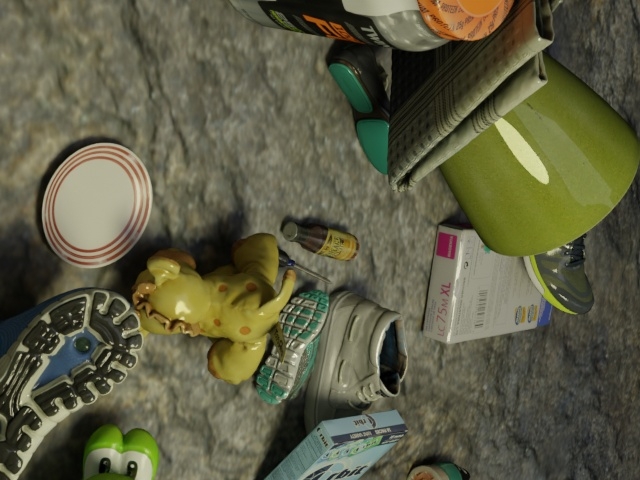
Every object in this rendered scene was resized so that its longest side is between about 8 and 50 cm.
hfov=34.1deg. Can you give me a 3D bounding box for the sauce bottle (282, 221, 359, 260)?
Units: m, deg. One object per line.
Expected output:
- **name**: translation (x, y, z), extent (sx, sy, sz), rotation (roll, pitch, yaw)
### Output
- **sauce bottle**: translation (0.000, 0.000, 1.407), extent (0.128, 0.042, 0.042), rotation (13, 95, -48)

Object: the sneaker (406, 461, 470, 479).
- **sneaker**: translation (0.193, 0.522, 1.761), extent (0.121, 0.108, 0.302), rotation (5, 99, -44)

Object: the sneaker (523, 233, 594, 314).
- **sneaker**: translation (0.389, -0.025, 1.677), extent (0.111, 0.121, 0.300), rotation (-21, 94, -47)

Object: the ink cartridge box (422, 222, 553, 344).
- **ink cartridge box**: translation (0.295, 0.062, 1.733), extent (0.311, 0.065, 0.185), rotation (-2, 104, -44)

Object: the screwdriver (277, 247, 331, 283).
- **screwdriver**: translation (-0.030, 0.033, 1.407), extent (0.170, 0.024, 0.025), rotation (21, 60, -55)

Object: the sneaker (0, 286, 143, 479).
- **sneaker**: translation (-0.322, 0.164, 1.049), extent (0.330, 0.147, 0.129), rotation (-36, 105, -7)

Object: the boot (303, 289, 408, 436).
- **boot**: translation (0.054, 0.207, 1.480), extent (0.095, 0.123, 0.258), rotation (-14, 114, -44)

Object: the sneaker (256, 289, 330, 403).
- **sneaker**: translation (-0.031, 0.146, 1.427), extent (0.166, 0.065, 0.076), rotation (-63, 155, -4)

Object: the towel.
- **towel**: translation (0.177, -0.256, 1.237), extent (0.056, 0.324, 0.312), rotation (17, 58, -20)

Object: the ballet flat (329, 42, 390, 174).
- **ballet flat**: translation (0.076, -0.181, 1.402), extent (0.074, 0.074, 0.203), rotation (-48, 131, -24)

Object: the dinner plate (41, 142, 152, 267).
- **dinner plate**: translation (-0.246, -0.039, 1.145), extent (0.141, 0.017, 0.141), rotation (-19, 117, -43)

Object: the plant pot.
- **plant pot**: translation (0.260, -0.173, 1.485), extent (0.293, 0.275, 0.274), rotation (45, 70, -30)

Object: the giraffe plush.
- **giraffe plush**: translation (-0.141, 0.072, 1.208), extent (0.171, 0.210, 0.181), rotation (13, 99, -20)

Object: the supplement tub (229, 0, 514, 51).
- **supplement tub**: translation (0.048, -0.312, 1.134), extent (0.194, 0.316, 0.193), rotation (-19, 118, -41)

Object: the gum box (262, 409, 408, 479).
- **gum box**: translation (0.012, 0.311, 1.462), extent (0.157, 0.041, 0.184), rotation (2, 139, -46)

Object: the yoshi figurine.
- **yoshi figurine**: translation (-0.252, 0.396, 1.175), extent (0.204, 0.203, 0.362), rotation (0, 102, -40)
